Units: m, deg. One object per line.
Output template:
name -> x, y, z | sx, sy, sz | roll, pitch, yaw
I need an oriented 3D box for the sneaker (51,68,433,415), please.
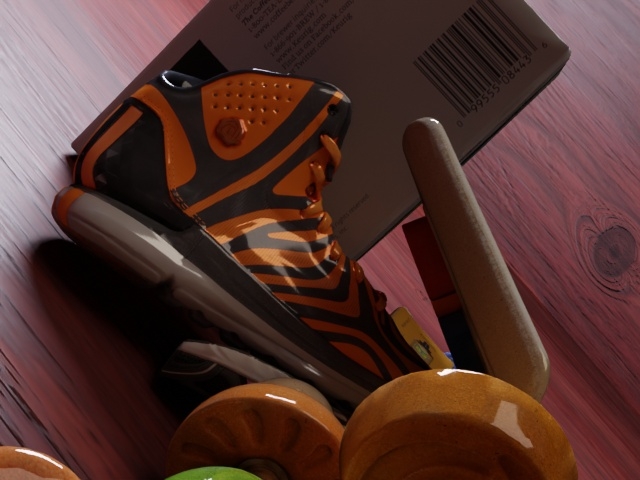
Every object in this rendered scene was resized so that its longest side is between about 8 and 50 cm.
sneaker -> 0.000, 0.000, 0.701 | 0.321, 0.180, 0.124 | 36, -13, -16

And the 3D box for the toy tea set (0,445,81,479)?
toy tea set -> -0.027, 0.211, 0.353 | 0.200, 0.124, 0.336 | -14, 62, -42

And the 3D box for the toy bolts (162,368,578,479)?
toy bolts -> 0.052, 0.146, 0.522 | 0.228, 0.218, 0.158 | 54, 24, -10

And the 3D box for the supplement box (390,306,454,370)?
supplement box -> 0.052, 0.119, 0.886 | 0.078, 0.080, 0.233 | 50, 14, 6

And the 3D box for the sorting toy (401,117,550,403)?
sorting toy -> 0.106, 0.104, 0.607 | 0.229, 0.041, 0.307 | 70, 2, -48

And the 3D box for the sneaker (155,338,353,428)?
sneaker -> -0.025, 0.124, 0.636 | 0.178, 0.077, 0.072 | 28, -13, 5

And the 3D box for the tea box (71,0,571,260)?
tea box -> 0.020, -0.118, 0.912 | 0.220, 0.329, 0.323 | 48, 13, 2

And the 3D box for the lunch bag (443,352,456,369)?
lunch bag -> 0.133, 0.165, 1.033 | 0.065, 0.067, 0.098 | 33, 21, -48
